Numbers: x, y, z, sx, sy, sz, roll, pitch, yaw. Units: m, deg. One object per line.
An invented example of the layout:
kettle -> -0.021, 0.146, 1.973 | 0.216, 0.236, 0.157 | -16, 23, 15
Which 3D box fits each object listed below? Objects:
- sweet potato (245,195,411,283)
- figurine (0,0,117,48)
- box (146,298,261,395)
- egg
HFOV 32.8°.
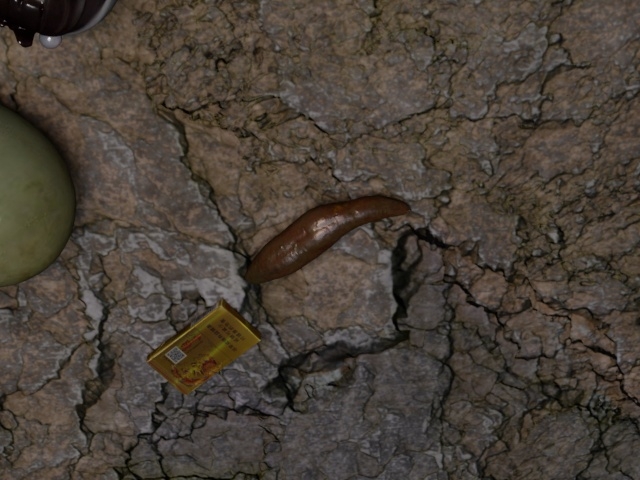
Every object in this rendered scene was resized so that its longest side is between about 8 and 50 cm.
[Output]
sweet potato -> -0.002, -0.008, 1.501 | 0.255, 0.058, 0.078 | -27, 134, 11
figurine -> -0.279, -0.388, 1.216 | 0.281, 0.167, 0.370 | 31, 109, 20
box -> -0.173, 0.159, 1.611 | 0.156, 0.022, 0.089 | -39, 113, 19
egg -> -0.442, -0.075, 1.357 | 0.218, 0.218, 0.295 | -38, 102, 19
